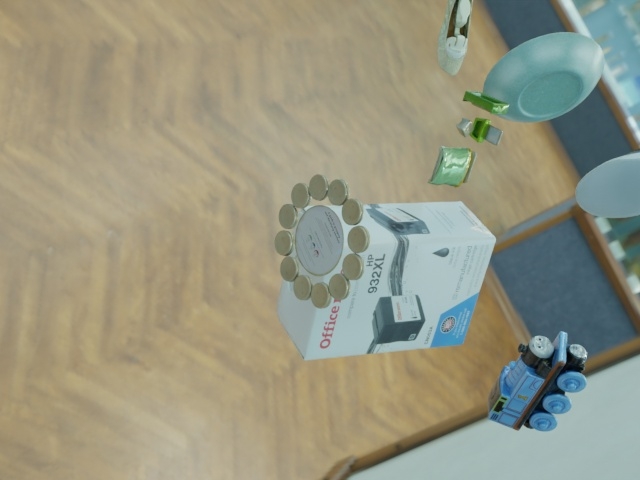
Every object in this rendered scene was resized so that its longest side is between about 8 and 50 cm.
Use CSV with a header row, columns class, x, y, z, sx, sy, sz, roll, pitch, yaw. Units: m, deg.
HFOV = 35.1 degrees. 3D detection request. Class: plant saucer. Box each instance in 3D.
class,x,y,z,sx,sy,sz,roll,pitch,yaw
plant saucer,0.349,-0.237,1.564,0.195,0.195,0.038,33,37,-47

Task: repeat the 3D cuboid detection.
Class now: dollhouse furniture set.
class,x,y,z,sx,sy,sz,roll,pitch,yaw
dollhouse furniture set,0.222,-0.138,1.480,0.076,0.152,0.058,-3,28,-44

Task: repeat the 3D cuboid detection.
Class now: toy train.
class,x,y,z,sx,sy,sz,roll,pitch,yaw
toy train,0.320,0.210,1.491,0.105,0.184,0.080,19,42,-2

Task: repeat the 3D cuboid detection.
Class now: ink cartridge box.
class,x,y,z,sx,sy,sz,roll,pitch,yaw
ink cartridge box,0.105,0.063,1.667,0.307,0.223,0.129,-3,33,-25

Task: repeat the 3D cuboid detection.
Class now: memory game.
class,x,y,z,sx,sy,sz,roll,pitch,yaw
memory game,0.000,0.000,1.401,0.012,0.186,0.186,1,61,-43

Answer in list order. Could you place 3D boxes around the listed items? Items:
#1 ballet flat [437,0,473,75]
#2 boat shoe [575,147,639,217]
class,x,y,z,sx,sy,sz,roll,pitch,yaw
ballet flat,0.250,-0.389,1.868,0.052,0.057,0.168,-146,-122,-70
boat shoe,0.609,-0.133,1.816,0.113,0.306,0.105,61,21,-7
